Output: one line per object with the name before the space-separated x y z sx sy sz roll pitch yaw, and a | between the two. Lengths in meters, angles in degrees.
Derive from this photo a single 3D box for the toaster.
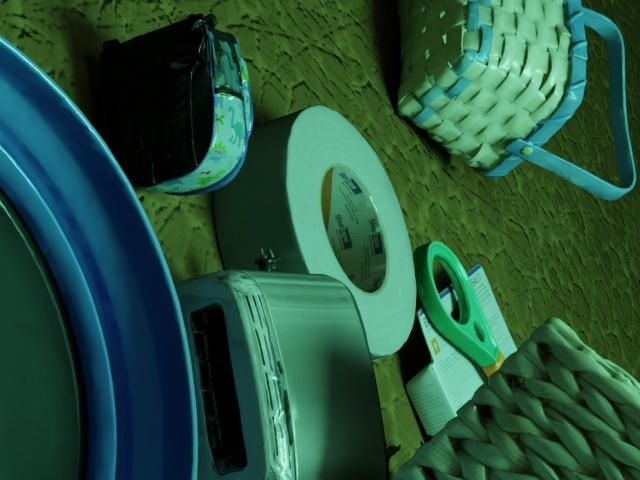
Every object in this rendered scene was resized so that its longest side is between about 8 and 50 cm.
toaster | -0.044 0.106 0.986 0.146 0.129 0.227 11 67 -59

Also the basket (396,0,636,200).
basket | 0.229 -0.195 1.591 0.289 0.201 0.254 19 52 -21

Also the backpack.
backpack | -0.099 -0.090 1.027 0.084 0.105 0.114 18 64 -58

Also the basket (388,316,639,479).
basket | 0.197 0.274 0.984 0.331 0.266 0.328 39 -6 24

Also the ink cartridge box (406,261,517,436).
ink cartridge box | 0.158 0.152 1.442 0.223 0.045 0.224 -27 94 -64

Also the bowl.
bowl | -0.206 0.063 0.753 0.391 0.077 0.391 41 40 -47

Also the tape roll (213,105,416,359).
tape roll | 0.000 0.000 1.202 0.219 0.072 0.219 42 39 -47

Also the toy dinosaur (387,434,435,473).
toy dinosaur | 0.083 0.232 1.237 0.268 0.064 0.118 2 79 -59

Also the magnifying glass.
magnifying glass | 0.156 0.098 1.400 0.231 0.026 0.092 57 27 -23
